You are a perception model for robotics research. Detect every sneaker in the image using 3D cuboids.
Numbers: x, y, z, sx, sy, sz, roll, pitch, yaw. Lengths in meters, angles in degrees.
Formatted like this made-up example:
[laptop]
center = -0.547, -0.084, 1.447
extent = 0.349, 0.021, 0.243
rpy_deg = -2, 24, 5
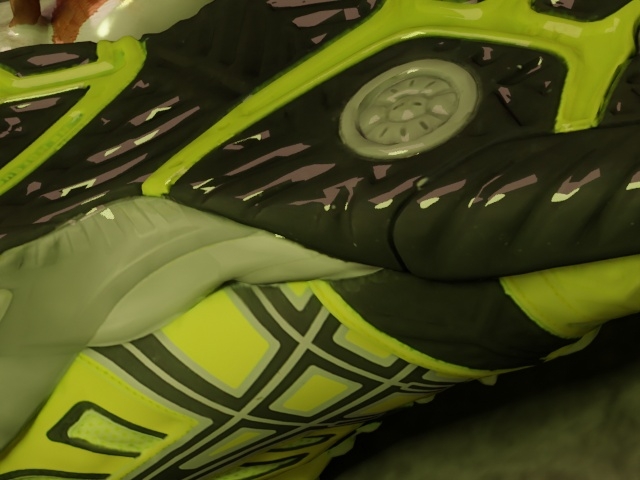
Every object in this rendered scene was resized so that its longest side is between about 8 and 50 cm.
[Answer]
[sneaker]
center = 0.000, 0.000, 0.501
extent = 0.384, 0.147, 0.145
rpy_deg = -9, 42, 25

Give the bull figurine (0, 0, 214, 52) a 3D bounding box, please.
[bull figurine]
center = -0.055, -0.174, 0.787
extent = 0.310, 0.101, 0.188
rpy_deg = -32, 32, 18
